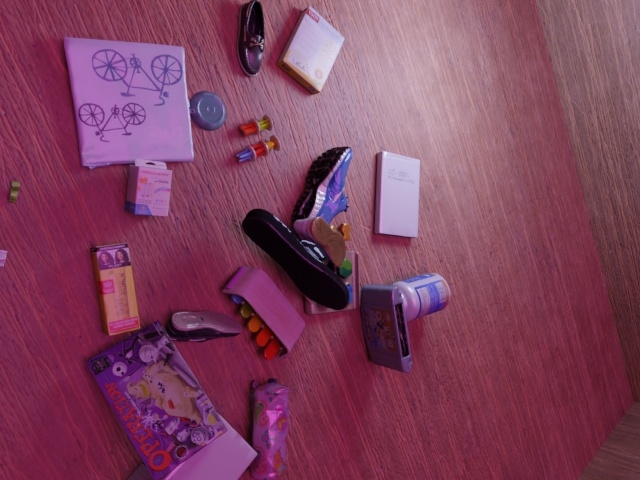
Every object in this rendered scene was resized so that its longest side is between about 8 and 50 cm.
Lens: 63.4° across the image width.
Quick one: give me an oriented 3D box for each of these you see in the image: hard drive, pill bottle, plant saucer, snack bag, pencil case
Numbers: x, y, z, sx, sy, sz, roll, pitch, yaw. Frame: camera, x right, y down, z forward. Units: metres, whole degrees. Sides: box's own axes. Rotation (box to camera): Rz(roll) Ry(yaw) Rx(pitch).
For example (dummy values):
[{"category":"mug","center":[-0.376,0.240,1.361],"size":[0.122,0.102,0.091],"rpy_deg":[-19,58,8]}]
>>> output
[{"category":"hard drive","center":[0.296,-0.171,1.982],"size":[0.203,0.040,0.307],"rpy_deg":[6,85,-35]},{"category":"pill bottle","center":[0.342,0.218,1.934],"size":[0.272,0.152,0.152],"rpy_deg":[-11,95,-35]},{"category":"plant saucer","center":[-0.332,-0.390,1.548],"size":[0.119,0.021,0.119],"rpy_deg":[1,88,-35]},{"category":"snack bag","center":[-0.505,-0.371,1.415],"size":[0.323,0.037,0.342],"rpy_deg":[-10,97,-35]},{"category":"pencil case","center":[-0.158,0.577,1.588],"size":[0.124,0.124,0.284],"rpy_deg":[4,85,-36]}]

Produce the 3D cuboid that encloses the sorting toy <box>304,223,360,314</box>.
[{"category":"sorting toy","center":[0.047,0.095,1.785],"size":[0.229,0.041,0.307],"rpy_deg":[-1,89,-36]}]

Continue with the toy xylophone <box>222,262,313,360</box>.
[{"category":"toy xylophone","center":[-0.146,0.207,1.621],"size":[0.236,0.081,0.322],"rpy_deg":[-45,111,-44]}]

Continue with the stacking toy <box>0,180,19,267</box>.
[{"category":"stacking toy","center":[-0.799,-0.051,1.183],"size":[0.167,0.052,0.221],"rpy_deg":[13,80,-35]}]

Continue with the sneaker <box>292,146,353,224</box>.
[{"category":"sneaker","center":[0.029,-0.168,1.753],"size":[0.147,0.130,0.330],"rpy_deg":[33,78,-38]}]

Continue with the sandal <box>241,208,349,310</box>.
[{"category":"sandal","center":[-0.047,0.050,1.588],"size":[0.445,0.168,0.107],"rpy_deg":[48,51,-25]}]

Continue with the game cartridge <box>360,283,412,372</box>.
[{"category":"game cartridge","center":[0.224,0.304,1.816],"size":[0.062,0.198,0.297],"rpy_deg":[-12,95,-36]}]

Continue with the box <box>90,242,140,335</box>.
[{"category":"box","center":[-0.539,0.125,1.360],"size":[0.087,0.058,0.232],"rpy_deg":[-8,94,-36]}]

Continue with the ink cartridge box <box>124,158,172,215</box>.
[{"category":"ink cartridge box","center":[-0.461,-0.143,1.389],"size":[0.092,0.090,0.143],"rpy_deg":[2,100,-36]}]

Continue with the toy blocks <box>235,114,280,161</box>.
[{"category":"toy blocks","center":[-0.209,-0.314,1.615],"size":[0.148,0.054,0.123],"rpy_deg":[-30,106,-32]}]

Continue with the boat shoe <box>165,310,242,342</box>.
[{"category":"boat shoe","center":[-0.337,0.256,1.505],"size":[0.233,0.084,0.079],"rpy_deg":[10,121,-42]}]

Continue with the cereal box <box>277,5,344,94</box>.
[{"category":"cereal box","center":[-0.029,-0.644,1.759],"size":[0.173,0.047,0.240],"rpy_deg":[33,70,-30]}]

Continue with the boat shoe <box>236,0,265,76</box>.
[{"category":"boat shoe","center":[-0.212,-0.631,1.613],"size":[0.081,0.069,0.227],"rpy_deg":[-3,90,-36]}]

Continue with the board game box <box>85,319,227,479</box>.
[{"category":"board game box","center":[-0.419,0.403,1.332],"size":[0.208,0.056,0.346],"rpy_deg":[-32,78,-21]}]

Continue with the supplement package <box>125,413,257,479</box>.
[{"category":"supplement package","center":[-0.354,0.623,1.404],"size":[0.293,0.175,0.177],"rpy_deg":[-47,112,-28]}]

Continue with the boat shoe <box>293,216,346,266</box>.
[{"category":"boat shoe","center":[0.000,0.000,1.673],"size":[0.277,0.096,0.098],"rpy_deg":[51,53,-52]}]
